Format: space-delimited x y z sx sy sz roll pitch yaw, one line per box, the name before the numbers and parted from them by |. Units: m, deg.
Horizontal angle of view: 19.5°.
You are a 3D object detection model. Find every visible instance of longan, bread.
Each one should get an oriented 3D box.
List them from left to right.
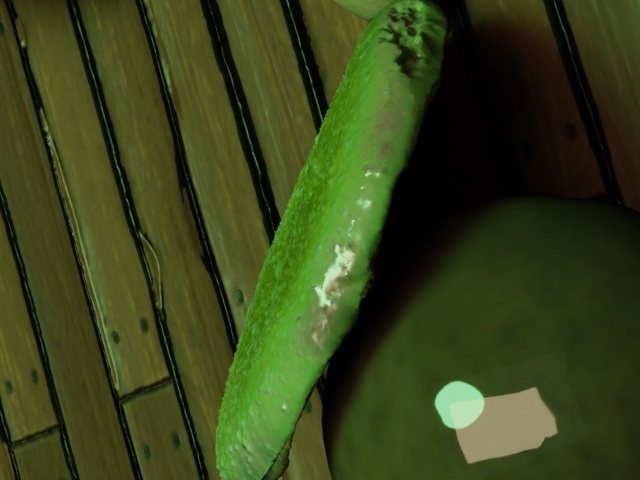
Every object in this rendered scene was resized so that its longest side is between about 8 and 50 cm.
bread | -0.002 0.004 1.031 0.045 0.301 0.301 21 112 -4
longan | 0.119 0.093 0.955 0.248 0.248 0.248 4 96 40

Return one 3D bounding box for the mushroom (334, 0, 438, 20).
mushroom | 0.048 -0.237 1.076 0.092 0.081 0.223 39 122 54
